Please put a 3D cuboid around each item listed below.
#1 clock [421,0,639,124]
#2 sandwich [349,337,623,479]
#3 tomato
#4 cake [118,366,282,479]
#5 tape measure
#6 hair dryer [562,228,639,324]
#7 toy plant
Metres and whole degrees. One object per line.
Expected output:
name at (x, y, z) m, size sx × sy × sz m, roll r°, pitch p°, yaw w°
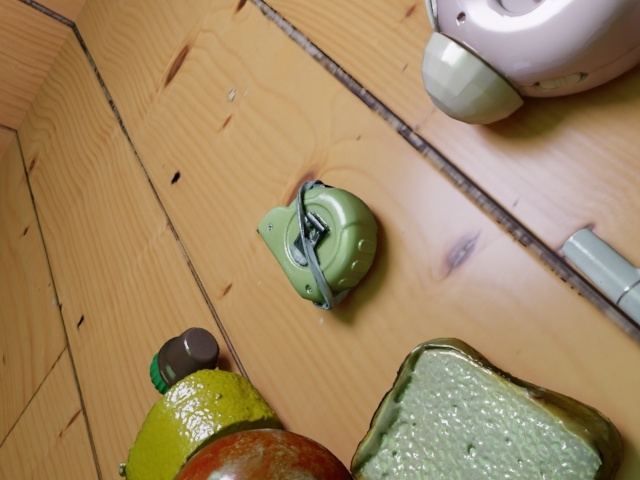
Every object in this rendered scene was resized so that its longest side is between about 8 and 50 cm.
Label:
clock at (0.278, -0.324, 0.647) m, size 0.326 × 0.184 × 0.342 m, roll -6°, pitch 68°, yaw 45°
sandwich at (0.176, 0.247, 0.607) m, size 0.251 × 0.087 × 0.226 m, roll 26°, pitch 96°, yaw 41°
tomato at (-0.076, 0.373, 0.688) m, size 0.223 × 0.270 × 0.270 m, roll -179°, pitch 105°, yaw -76°
cake at (-0.195, 0.336, 0.846) m, size 0.156 × 0.179 × 0.260 m, roll 39°, pitch 102°, yaw 43°
tape measure at (0.000, 0.000, 0.828) m, size 0.175 × 0.106 × 0.200 m, roll -49°, pitch 52°, yaw 24°
hair dryer at (0.372, 0.001, 0.549) m, size 0.183 × 0.044 × 0.155 m, roll -47°, pitch 52°, yaw 14°
toy plant at (-0.250, 0.245, 0.984) m, size 0.143 × 0.105 × 0.200 m, roll 55°, pitch 132°, yaw 24°
